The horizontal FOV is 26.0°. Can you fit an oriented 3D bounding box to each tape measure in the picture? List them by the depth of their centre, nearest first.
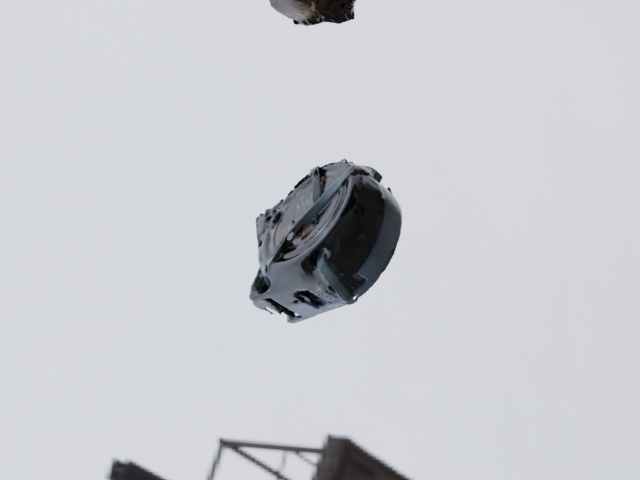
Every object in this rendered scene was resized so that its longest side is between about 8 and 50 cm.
[{"bbox_3d":[0.001,0.000,0.794,0.054,0.094,0.091,38,-142,-28],"label":"tape measure"}]

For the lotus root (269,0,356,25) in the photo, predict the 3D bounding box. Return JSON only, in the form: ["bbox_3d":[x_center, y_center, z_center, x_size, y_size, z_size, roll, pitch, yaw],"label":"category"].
[{"bbox_3d":[-0.030,-0.361,1.334,0.167,0.078,0.329,-20,-72,-4],"label":"lotus root"}]
